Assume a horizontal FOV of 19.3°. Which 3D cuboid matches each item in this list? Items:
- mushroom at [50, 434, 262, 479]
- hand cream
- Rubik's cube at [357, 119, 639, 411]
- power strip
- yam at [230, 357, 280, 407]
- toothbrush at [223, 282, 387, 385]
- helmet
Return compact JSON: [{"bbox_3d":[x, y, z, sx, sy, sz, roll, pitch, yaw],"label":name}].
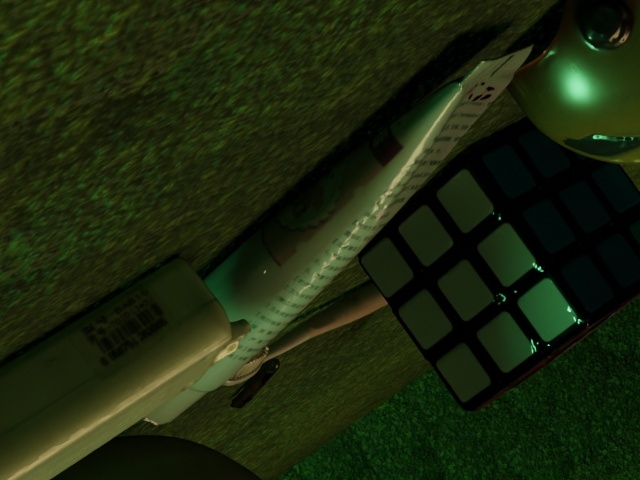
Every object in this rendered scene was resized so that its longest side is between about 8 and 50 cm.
[{"bbox_3d":[-0.131,0.327,1.385,0.362,0.362,0.294,-31,-146,-34],"label":"mushroom"},{"bbox_3d":[0.000,0.000,1.118,0.331,0.058,0.085,-40,169,27],"label":"hand cream"},{"bbox_3d":[0.158,0.012,1.484,0.160,0.162,0.163,-27,166,-46],"label":"Rubik's cube"},{"bbox_3d":[-0.185,0.117,1.013,0.338,0.058,0.098,-33,172,-25],"label":"power strip"},{"bbox_3d":[-0.061,0.137,1.800,0.014,0.014,0.107,-31,169,-35],"label":"yam"},{"bbox_3d":[0.002,0.070,1.651,0.029,0.025,0.307,-51,165,32],"label":"toothbrush"},{"bbox_3d":[0.229,-0.117,1.176,0.224,0.130,0.198,-38,169,16],"label":"helmet"}]
